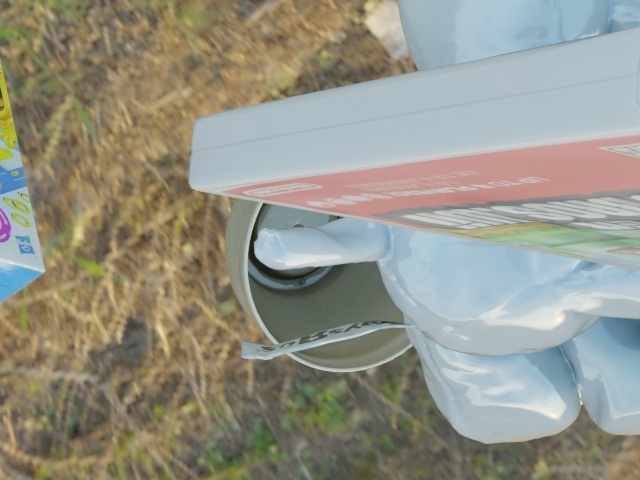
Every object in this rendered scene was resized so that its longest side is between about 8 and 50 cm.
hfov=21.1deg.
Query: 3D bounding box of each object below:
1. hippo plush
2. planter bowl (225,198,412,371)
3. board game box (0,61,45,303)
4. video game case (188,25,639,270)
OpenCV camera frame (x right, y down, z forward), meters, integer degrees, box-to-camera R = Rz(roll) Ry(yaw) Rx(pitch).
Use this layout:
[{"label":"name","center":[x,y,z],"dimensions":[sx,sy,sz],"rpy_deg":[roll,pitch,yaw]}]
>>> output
[{"label":"hippo plush","center":[0.106,-0.045,0.848],"dimensions":[0.294,0.237,0.234],"rpy_deg":[2,154,-6]},{"label":"planter bowl","center":[0.000,0.000,1.189],"dimensions":[0.162,0.109,0.162],"rpy_deg":[-5,102,-26]},{"label":"board game box","center":[-0.369,-0.117,1.285],"dimensions":[0.086,0.302,0.308],"rpy_deg":[-32,150,27]},{"label":"video game case","center":[0.132,-0.010,0.511],"dimensions":[0.285,0.204,0.025],"rpy_deg":[9,83,-32]}]
